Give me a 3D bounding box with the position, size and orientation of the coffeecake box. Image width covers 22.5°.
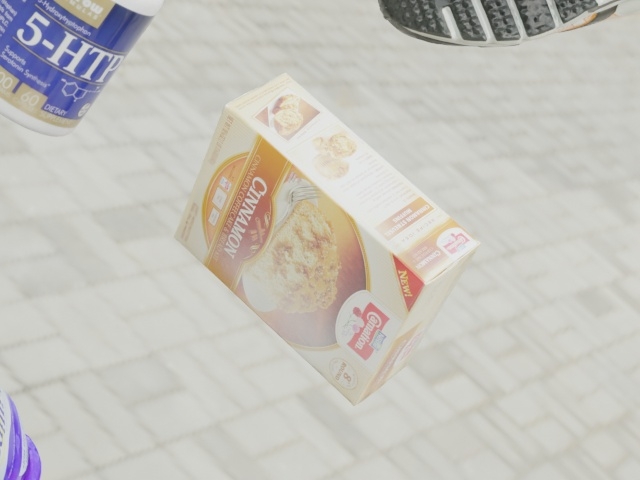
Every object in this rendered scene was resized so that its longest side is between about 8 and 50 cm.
[{"bbox_3d":[0.000,0.000,1.116,0.185,0.142,0.068,42,47,15],"label":"coffeecake box"}]

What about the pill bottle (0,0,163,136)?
[{"bbox_3d":[-0.183,-0.181,1.200,0.112,0.186,0.112,34,17,-12],"label":"pill bottle"}]

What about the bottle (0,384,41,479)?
[{"bbox_3d":[-0.292,0.162,1.303,0.283,0.092,0.118,73,4,-56],"label":"bottle"}]

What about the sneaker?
[{"bbox_3d":[0.069,-0.074,0.458,0.044,0.109,0.040,112,-33,-79],"label":"sneaker"}]
